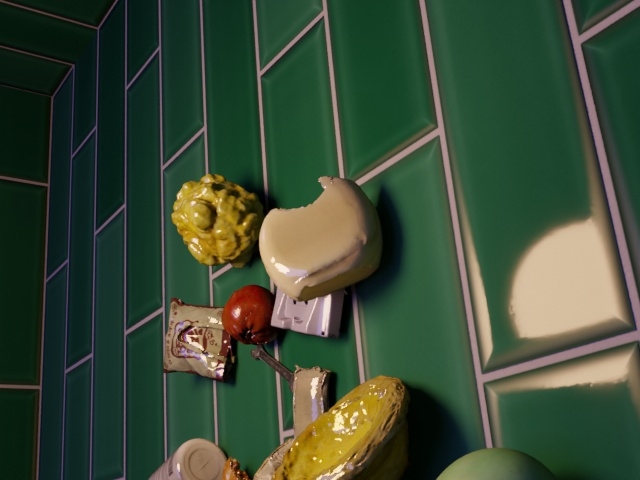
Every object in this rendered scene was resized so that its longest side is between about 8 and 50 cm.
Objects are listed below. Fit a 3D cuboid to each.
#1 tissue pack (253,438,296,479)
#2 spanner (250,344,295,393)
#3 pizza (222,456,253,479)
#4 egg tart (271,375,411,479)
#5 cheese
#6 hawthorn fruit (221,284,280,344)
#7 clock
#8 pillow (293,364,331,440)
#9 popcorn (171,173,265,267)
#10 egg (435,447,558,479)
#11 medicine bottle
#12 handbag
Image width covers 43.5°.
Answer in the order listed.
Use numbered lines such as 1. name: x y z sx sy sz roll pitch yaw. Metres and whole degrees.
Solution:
1. tissue pack: -0.082 0.559 1.700 0.090 0.186 0.222 13 108 22
2. spanner: -0.110 0.308 1.976 0.254 0.015 0.054 26 105 55
3. pizza: -0.177 0.620 1.958 0.194 0.069 0.154 9 90 50
4. egg tart: 0.056 0.408 1.521 0.345 0.132 0.345 -40 10 9
5. cheese: 0.000 0.000 1.699 0.266 0.127 0.233 -22 61 7
6. hawthorn fruit: -0.167 0.176 1.992 0.148 0.148 0.172 -47 24 40
7. clock: -0.029 0.119 1.840 0.253 0.083 0.186 2 84 56
8. pillow: -0.020 0.380 1.789 0.119 0.053 0.208 -15 71 51
9. popcorn: -0.260 -0.045 2.095 0.235 0.242 0.250 -64 22 -3
10. egg: 0.258 0.442 1.209 0.220 0.220 0.269 45 120 51
11. medicine bottle: -0.372 0.657 2.155 0.288 0.157 0.157 -47 46 40
12. handbag: -0.334 0.271 2.193 0.235 0.127 0.213 3 82 34
